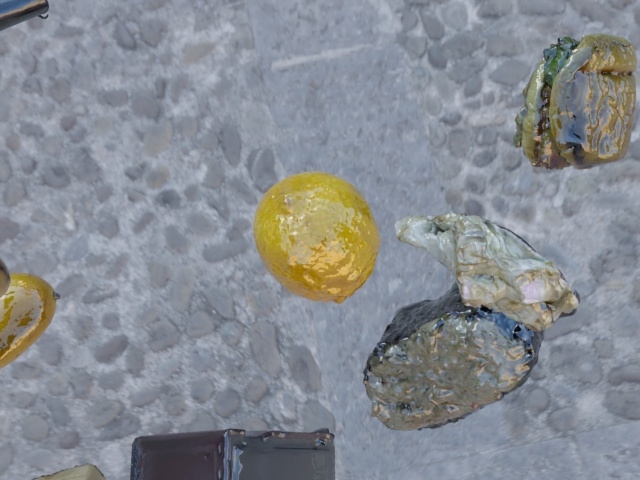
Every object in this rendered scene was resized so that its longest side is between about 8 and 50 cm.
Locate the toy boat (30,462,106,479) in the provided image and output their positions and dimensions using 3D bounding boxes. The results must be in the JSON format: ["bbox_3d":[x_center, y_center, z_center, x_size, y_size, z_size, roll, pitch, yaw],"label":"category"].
[{"bbox_3d":[-0.381,0.393,1.199,0.188,0.061,0.116,-21,114,9],"label":"toy boat"}]

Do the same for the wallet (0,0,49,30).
[{"bbox_3d":[-0.441,-0.213,0.796,0.172,0.045,0.318,41,53,20],"label":"wallet"}]

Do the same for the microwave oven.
[{"bbox_3d":[-0.096,0.327,0.909,0.188,0.178,0.247,-19,66,43],"label":"microwave oven"}]

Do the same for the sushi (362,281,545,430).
[{"bbox_3d":[0.218,0.194,1.417,0.211,0.350,0.171,51,40,-2],"label":"sushi"}]

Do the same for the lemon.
[{"bbox_3d":[0.000,0.000,0.975,0.142,0.187,0.142,-16,45,17],"label":"lemon"}]

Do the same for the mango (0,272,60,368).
[{"bbox_3d":[-0.564,0.147,1.462,0.147,0.109,0.227,38,68,17],"label":"mango"}]

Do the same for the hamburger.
[{"bbox_3d":[0.388,-0.195,1.225,0.183,0.206,0.130,-6,27,-36],"label":"hamburger"}]

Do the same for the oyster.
[{"bbox_3d":[0.157,0.034,0.847,0.191,0.163,0.081,30,72,29],"label":"oyster"}]

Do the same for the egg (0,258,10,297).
[{"bbox_3d":[-0.469,0.051,1.167,0.071,0.083,0.071,-8,52,10],"label":"egg"}]
